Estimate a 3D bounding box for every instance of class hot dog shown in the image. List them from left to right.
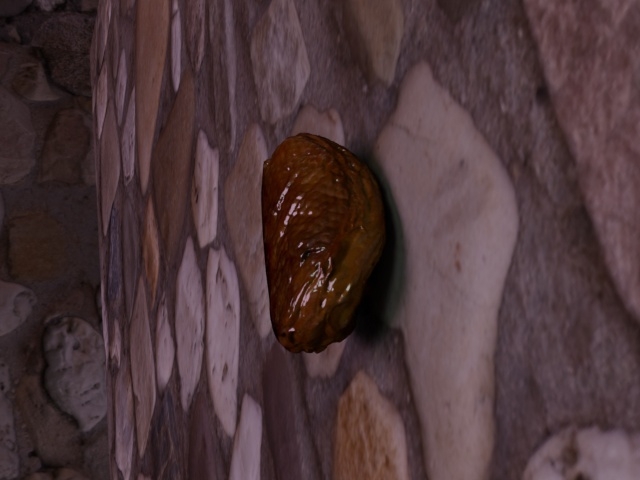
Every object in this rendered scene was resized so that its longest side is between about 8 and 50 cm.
[{"bbox_3d":[-0.003,0.001,0.902,0.160,0.099,0.227,119,149,-48],"label":"hot dog"}]
